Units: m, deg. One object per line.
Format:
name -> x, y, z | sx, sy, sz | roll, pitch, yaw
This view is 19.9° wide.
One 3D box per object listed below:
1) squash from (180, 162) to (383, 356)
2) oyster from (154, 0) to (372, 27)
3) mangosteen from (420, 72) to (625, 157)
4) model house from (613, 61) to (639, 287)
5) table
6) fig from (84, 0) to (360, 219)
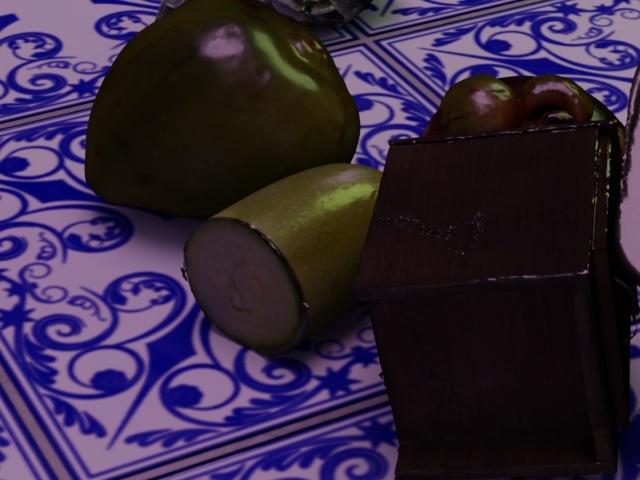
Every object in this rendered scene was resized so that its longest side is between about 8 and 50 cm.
squash -> 0.000, 0.000, 1.398 | 0.123, 0.123, 0.187 | 28, 42, 34
oyster -> -0.034, -0.242, 1.786 | 0.199, 0.087, 0.252 | 6, 25, 25
mangosteen -> 0.162, -0.057, 1.418 | 0.200, 0.200, 0.200 | 1, 34, 0
model house -> 0.318, 0.012, 1.284 | 0.218, 0.278, 0.205 | 7, 64, 11
table -> 0.132, 0.041, 1.266 | 0.172, 0.169, 0.193 | -4, 32, 15
fig -> -0.088, -0.094, 1.503 | 0.225, 0.203, 0.203 | -37, 32, 14
